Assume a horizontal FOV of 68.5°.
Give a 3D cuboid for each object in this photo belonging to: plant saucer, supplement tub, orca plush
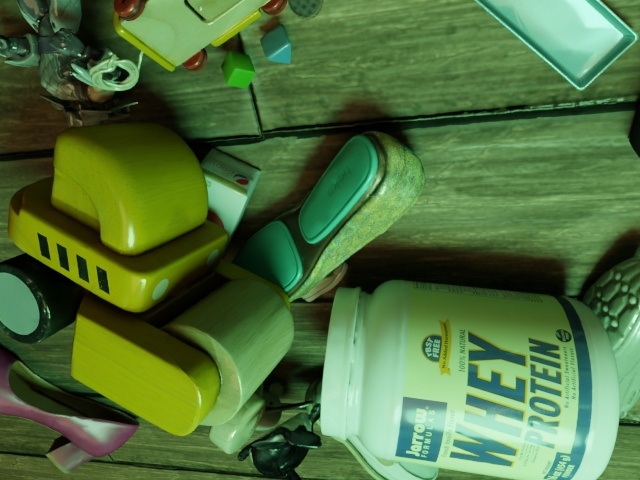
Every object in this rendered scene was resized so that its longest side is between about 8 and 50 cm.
[{"bbox_3d":[0.211,-0.229,0.454,0.192,0.018,0.067,32,126,-13],"label":"plant saucer"},{"bbox_3d":[0.175,0.176,0.625,0.325,0.235,0.235,5,127,8],"label":"supplement tub"},{"bbox_3d":[-0.034,0.324,0.710,0.102,0.151,0.287,58,154,16],"label":"orca plush"}]

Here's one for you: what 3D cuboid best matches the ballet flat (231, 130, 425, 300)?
[{"bbox_3d":[0.000,0.000,0.619,0.123,0.123,0.348,36,127,-15],"label":"ballet flat"}]

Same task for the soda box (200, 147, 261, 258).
[{"bbox_3d":[-0.158,-0.015,0.657,0.074,0.069,0.216,25,126,-8],"label":"soda box"}]

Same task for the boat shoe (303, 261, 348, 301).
[{"bbox_3d":[-0.002,0.056,0.700,0.035,0.035,0.100,36,131,-19],"label":"boat shoe"}]

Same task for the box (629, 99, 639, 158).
[{"bbox_3d":[0.421,-0.140,0.419,0.207,0.108,0.153,1,127,12],"label":"box"}]

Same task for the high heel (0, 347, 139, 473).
[{"bbox_3d":[-0.560,0.313,0.989,0.181,0.127,0.377,-31,114,-2],"label":"high heel"}]

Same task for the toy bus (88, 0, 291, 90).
[{"bbox_3d":[-0.119,-0.247,0.440,0.202,0.104,0.191,-10,157,-26],"label":"toy bus"}]

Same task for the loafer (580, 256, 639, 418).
[{"bbox_3d":[0.411,0.147,0.642,0.112,0.112,0.319,1,134,5],"label":"loafer"}]

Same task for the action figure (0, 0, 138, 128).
[{"bbox_3d":[-0.284,-0.233,0.495,0.185,0.099,0.285,13,122,23],"label":"action figure"}]

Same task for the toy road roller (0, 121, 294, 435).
[{"bbox_3d":[-0.179,0.017,0.516,0.330,0.202,0.240,26,115,11],"label":"toy road roller"}]

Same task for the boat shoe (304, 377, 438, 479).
[{"bbox_3d":[0.114,0.344,0.840,0.302,0.113,0.103,39,130,-16],"label":"boat shoe"}]

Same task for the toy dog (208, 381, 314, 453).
[{"bbox_3d":[-0.116,0.221,0.759,0.220,0.161,0.333,38,168,2],"label":"toy dog"}]
